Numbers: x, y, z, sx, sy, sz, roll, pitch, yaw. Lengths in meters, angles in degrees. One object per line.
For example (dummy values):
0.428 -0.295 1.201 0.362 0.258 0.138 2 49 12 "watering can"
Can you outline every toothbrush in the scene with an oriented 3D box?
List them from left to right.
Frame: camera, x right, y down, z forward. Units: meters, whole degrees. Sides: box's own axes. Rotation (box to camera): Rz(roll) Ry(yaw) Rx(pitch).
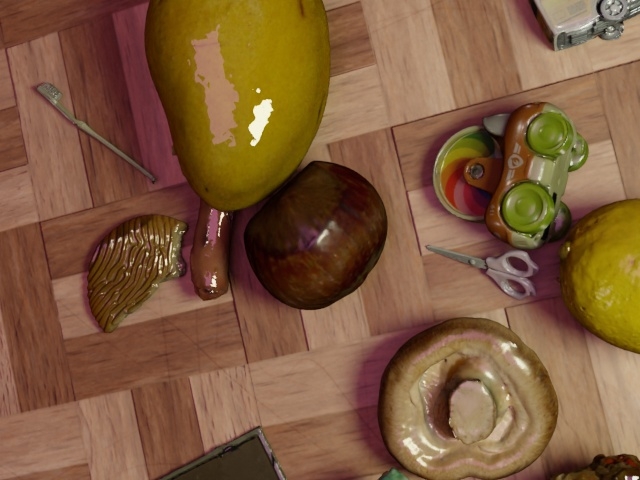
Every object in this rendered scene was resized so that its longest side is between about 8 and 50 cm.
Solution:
-0.404 -0.192 1.526 0.294 0.026 0.028 41 82 11 "toothbrush"

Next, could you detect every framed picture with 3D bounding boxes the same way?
-0.175 0.469 1.455 0.281 0.019 0.209 -28 83 11 "framed picture"

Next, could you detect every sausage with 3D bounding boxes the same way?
-0.182 -0.049 1.446 0.078 0.078 0.304 2 85 13 "sausage"

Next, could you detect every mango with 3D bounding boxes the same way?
-0.132 -0.267 1.350 0.301 0.220 0.445 7 80 -15 "mango"

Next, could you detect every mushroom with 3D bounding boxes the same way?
0.223 0.252 1.308 0.278 0.146 0.278 1 98 9 "mushroom"

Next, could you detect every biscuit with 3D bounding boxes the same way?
-0.327 0.060 1.497 0.176 0.031 0.229 14 91 14 "biscuit"

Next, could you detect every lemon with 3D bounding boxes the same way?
0.475 0.052 1.211 0.263 0.236 0.236 34 96 15 "lemon"

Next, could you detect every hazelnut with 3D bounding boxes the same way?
0.000 0.000 1.337 0.234 0.218 0.218 -40 80 9 "hazelnut"

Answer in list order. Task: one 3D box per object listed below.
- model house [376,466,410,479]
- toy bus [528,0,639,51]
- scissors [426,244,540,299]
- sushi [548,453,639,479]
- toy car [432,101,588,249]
0.093 0.509 1.251 0.237 0.202 0.237 -34 73 -35 "model house"
0.492 -0.413 1.295 0.342 0.097 0.138 -29 75 12 "toy bus"
0.256 0.037 1.356 0.189 0.015 0.100 19 137 27 "scissors"
0.407 0.405 1.225 0.225 0.238 0.219 10 96 24 "sushi"
0.283 -0.109 1.321 0.235 0.145 0.235 -4 81 28 "toy car"
